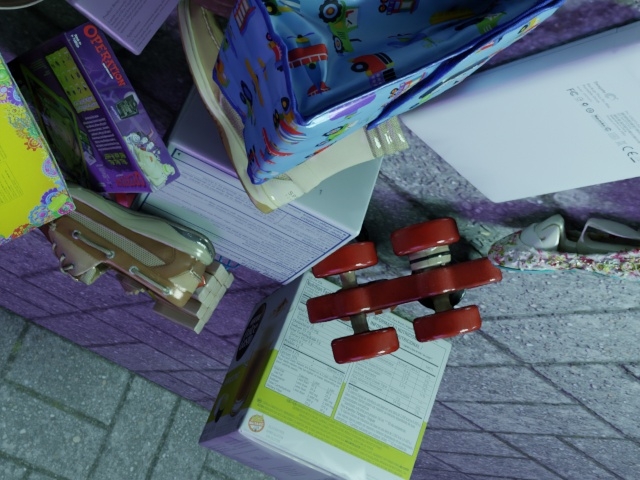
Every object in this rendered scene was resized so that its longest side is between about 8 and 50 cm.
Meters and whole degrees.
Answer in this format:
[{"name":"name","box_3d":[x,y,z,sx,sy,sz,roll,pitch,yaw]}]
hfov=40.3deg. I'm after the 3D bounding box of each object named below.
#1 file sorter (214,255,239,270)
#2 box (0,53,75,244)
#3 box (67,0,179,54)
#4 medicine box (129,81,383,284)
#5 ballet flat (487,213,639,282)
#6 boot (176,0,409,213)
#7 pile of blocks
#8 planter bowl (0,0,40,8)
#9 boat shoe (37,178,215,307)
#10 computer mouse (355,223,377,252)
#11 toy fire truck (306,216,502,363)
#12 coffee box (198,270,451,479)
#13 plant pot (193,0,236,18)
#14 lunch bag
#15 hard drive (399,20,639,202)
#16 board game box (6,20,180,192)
[{"name":"file sorter","box_3d":[-0.209,-0.003,1.507,0.104,0.118,0.170,29,155,-28]},{"name":"box","box_3d":[-0.458,-0.177,1.027,0.279,0.177,0.290,52,163,36]},{"name":"box","box_3d":[-0.206,-0.266,0.913,0.087,0.101,0.102,37,-179,-35]},{"name":"medicine box","box_3d":[-0.096,-0.083,1.205,0.263,0.149,0.289,26,156,-14]},{"name":"ballet flat","box_3d":[0.345,0.003,1.171,0.241,0.091,0.077,4,122,21]},{"name":"boot","box_3d":[-0.031,-0.186,0.986,0.203,0.262,0.095,-23,-176,11]},{"name":"pile of blocks","box_3d":[-0.284,-0.015,1.358,0.362,0.149,0.113,48,171,29]},{"name":"planter bowl","box_3d":[-0.337,-0.326,0.887,0.162,0.162,0.109,40,176,-39]},{"name":"boat shoe","box_3d":[-0.311,0.000,1.193,0.324,0.120,0.122,20,170,0]},{"name":"computer mouse","box_3d":[0.000,0.000,1.452,0.193,0.042,0.106,2,156,23]},{"name":"toy fire truck","box_3d":[0.128,0.076,1.349,0.302,0.169,0.254,-15,175,10]},{"name":"coffee box","box_3d":[0.002,0.305,1.738,0.338,0.334,0.337,27,156,-12]},{"name":"plant pot","box_3d":[-0.071,-0.284,0.806,0.237,0.110,0.237,15,155,7]},{"name":"lunch bag","box_3d":[0.067,-0.177,0.817,0.293,0.138,0.221,-19,176,-16]},{"name":"hard drive","box_3d":[0.266,-0.128,0.971,0.203,0.040,0.307,35,152,-32]},{"name":"board game box","box_3d":[-0.313,-0.159,1.135,0.347,0.056,0.208,6,122,57]}]
